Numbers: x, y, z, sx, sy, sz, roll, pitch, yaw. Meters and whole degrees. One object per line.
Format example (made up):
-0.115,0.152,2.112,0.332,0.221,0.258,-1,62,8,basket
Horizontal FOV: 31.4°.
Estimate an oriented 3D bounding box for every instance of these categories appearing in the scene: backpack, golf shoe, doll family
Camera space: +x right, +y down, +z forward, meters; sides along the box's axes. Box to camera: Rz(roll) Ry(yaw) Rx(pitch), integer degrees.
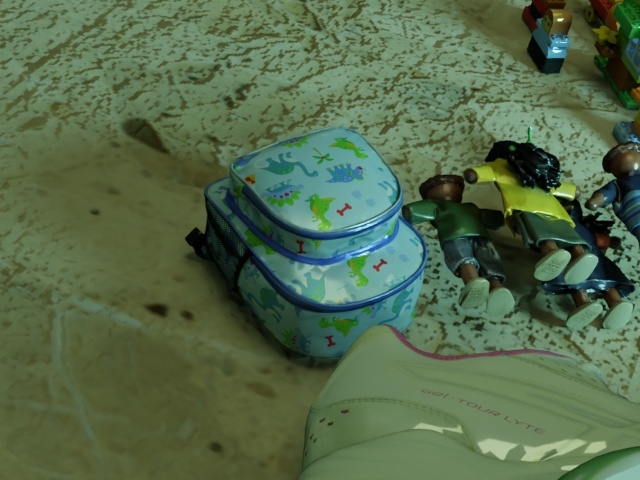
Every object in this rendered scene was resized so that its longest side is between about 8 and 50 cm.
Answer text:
0.000,0.000,0.613,0.105,0.084,0.114,-20,54,-28,backpack
0.139,0.106,0.516,0.306,0.115,0.140,11,39,-4,golf shoe
0.142,-0.013,0.664,0.193,0.076,0.111,13,40,-29,doll family

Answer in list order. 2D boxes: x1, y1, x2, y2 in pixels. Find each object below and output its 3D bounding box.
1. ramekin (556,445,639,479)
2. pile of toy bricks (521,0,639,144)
0.141,0.200,0.319,0.303,0.148,0.303,21,28,-12,ramekin
0.231,-0.155,0.818,0.118,0.105,0.212,-4,45,-17,pile of toy bricks
